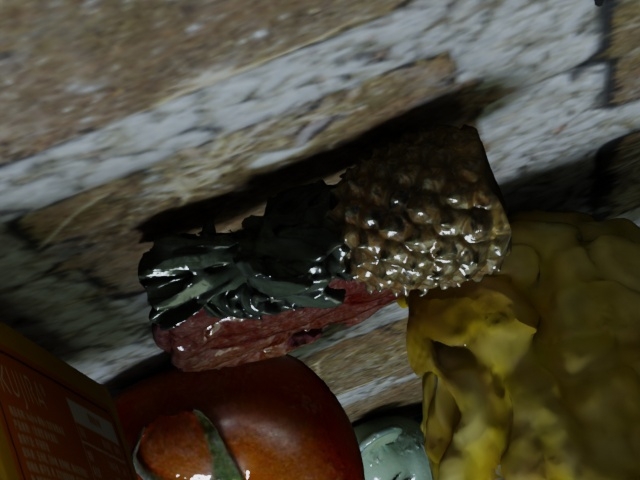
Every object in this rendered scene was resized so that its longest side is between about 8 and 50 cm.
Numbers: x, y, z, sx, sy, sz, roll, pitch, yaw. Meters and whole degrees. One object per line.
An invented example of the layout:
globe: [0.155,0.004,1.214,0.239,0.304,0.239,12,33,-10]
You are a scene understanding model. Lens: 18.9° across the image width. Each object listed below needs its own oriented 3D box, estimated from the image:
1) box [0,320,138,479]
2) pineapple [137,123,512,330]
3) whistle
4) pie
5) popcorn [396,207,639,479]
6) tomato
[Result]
box: [-0.214,0.168,0.841,0.259,0.214,0.283,-18,165,2]
pineapple: [0.000,0.000,0.820,0.159,0.074,0.074,-16,167,7]
whistle: [0.096,0.175,1.612,0.235,0.077,0.114,-10,145,-44]
pie: [-0.016,0.023,0.942,0.153,0.038,0.153,-20,163,-6]
popcorn: [0.132,0.103,1.026,0.190,0.250,0.250,-12,171,24]
tomato: [-0.051,0.138,1.116,0.167,0.167,0.167,-20,166,-5]
